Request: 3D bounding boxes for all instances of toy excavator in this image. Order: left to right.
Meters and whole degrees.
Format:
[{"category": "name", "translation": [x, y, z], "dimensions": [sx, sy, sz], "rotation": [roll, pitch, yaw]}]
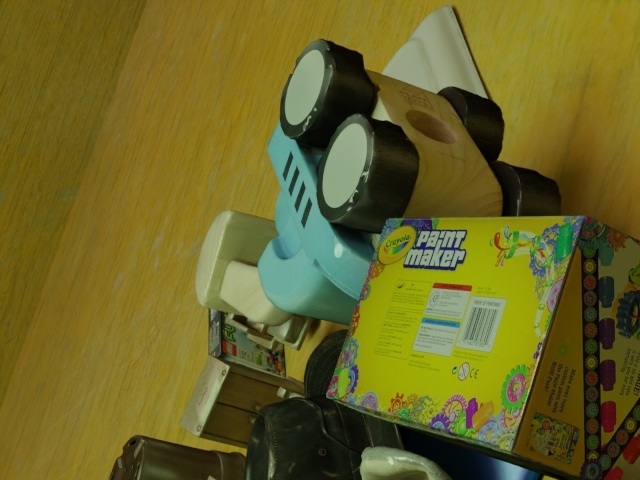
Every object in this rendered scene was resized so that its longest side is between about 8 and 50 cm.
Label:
[{"category": "toy excavator", "translation": [0.000, 0.000, 1.366], "dimensions": [0.445, 0.222, 0.433], "rotation": [-60, 31, 27]}]

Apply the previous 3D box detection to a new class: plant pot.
[{"category": "plant pot", "translation": [-0.216, 0.369, 1.810], "dimensions": [0.167, 0.165, 0.167], "rotation": [-46, 32, 40]}]

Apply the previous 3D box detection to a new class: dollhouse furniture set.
[{"category": "dollhouse furniture set", "translation": [0.011, 0.255, 1.582], "dimensions": [0.355, 0.173, 0.303], "rotation": [22, 88, 42]}]

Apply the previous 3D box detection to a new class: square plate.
[{"category": "square plate", "translation": [0.100, -0.127, 1.737], "dimensions": [0.347, 0.049, 0.344], "rotation": [-53, 27, 29]}]

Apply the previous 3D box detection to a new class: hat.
[{"category": "hat", "translation": [-0.009, 0.264, 1.288], "dimensions": [0.331, 0.133, 0.331], "rotation": [175, 90, -68]}]

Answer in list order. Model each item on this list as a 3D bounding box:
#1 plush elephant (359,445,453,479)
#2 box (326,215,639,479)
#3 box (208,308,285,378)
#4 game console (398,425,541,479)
[{"category": "plush elephant", "translation": [0.120, 0.314, 1.049], "dimensions": [0.330, 0.272, 0.255], "rotation": [-52, 27, -2]}, {"category": "box", "translation": [0.208, 0.109, 1.020], "dimensions": [0.290, 0.279, 0.177], "rotation": [2, 71, 64]}, {"category": "box", "translation": [-0.114, 0.126, 1.877], "dimensions": [0.036, 0.114, 0.207], "rotation": [-50, 29, 33]}, {"category": "game console", "translation": [0.182, 0.144, 1.354], "dimensions": [0.250, 0.173, 0.293], "rotation": [17, -82, -83]}]
